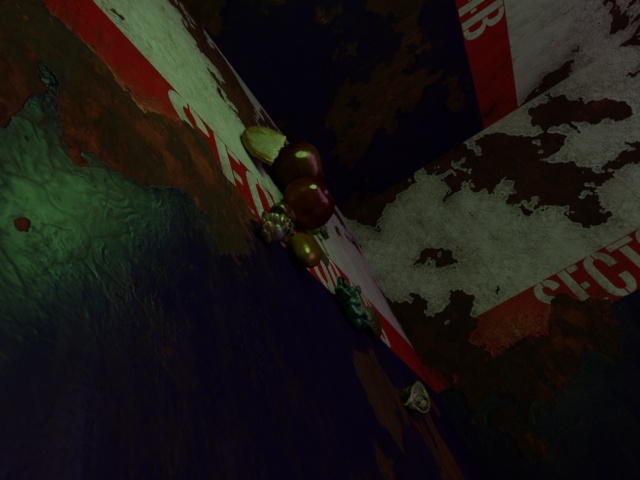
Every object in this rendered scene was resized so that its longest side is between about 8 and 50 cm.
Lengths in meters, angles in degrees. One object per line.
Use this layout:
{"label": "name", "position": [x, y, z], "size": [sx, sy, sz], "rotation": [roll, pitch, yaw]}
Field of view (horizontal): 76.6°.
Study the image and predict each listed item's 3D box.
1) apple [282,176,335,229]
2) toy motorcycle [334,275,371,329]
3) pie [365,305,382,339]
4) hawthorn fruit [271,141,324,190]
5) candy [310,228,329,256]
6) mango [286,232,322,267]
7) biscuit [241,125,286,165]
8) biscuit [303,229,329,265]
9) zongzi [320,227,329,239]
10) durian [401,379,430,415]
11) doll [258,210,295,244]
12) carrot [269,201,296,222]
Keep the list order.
{"label": "apple", "position": [-0.054, -0.178, 1.960], "size": [0.260, 0.217, 0.260], "rotation": [56, 13, -20]}
{"label": "toy motorcycle", "position": [0.146, 0.303, 1.839], "size": [0.296, 0.109, 0.198], "rotation": [57, 19, -17]}
{"label": "pie", "position": [0.257, 0.422, 2.066], "size": [0.193, 0.079, 0.163], "rotation": [52, 19, -31]}
{"label": "hawthorn fruit", "position": [-0.110, -0.370, 2.149], "size": [0.311, 0.295, 0.295], "rotation": [50, 12, -25]}
{"label": "candy", "position": [0.000, 0.000, 2.175], "size": [0.062, 0.058, 0.193], "rotation": [-23, 82, -41]}
{"label": "mango", "position": [-0.060, 0.039, 1.572], "size": [0.141, 0.102, 0.217], "rotation": [48, 10, -21]}
{"label": "biscuit", "position": [-0.284, -0.476, 1.973], "size": [0.205, 0.040, 0.308], "rotation": [27, 36, -10]}
{"label": "biscuit", "position": [-0.022, 0.022, 2.090], "size": [0.231, 0.016, 0.139], "rotation": [57, 9, -8]}
{"label": "zongzi", "position": [0.017, -0.045, 2.491], "size": [0.076, 0.040, 0.083], "rotation": [62, -10, -19]}
{"label": "durian", "position": [0.438, 0.755, 1.900], "size": [0.208, 0.102, 0.146], "rotation": [2, 51, -51]}
{"label": "doll", "position": [-0.149, -0.046, 1.429], "size": [0.291, 0.086, 0.117], "rotation": [5, 73, -78]}
{"label": "carrot", "position": [-0.151, -0.110, 1.651], "size": [0.087, 0.087, 0.193], "rotation": [59, 7, 5]}
